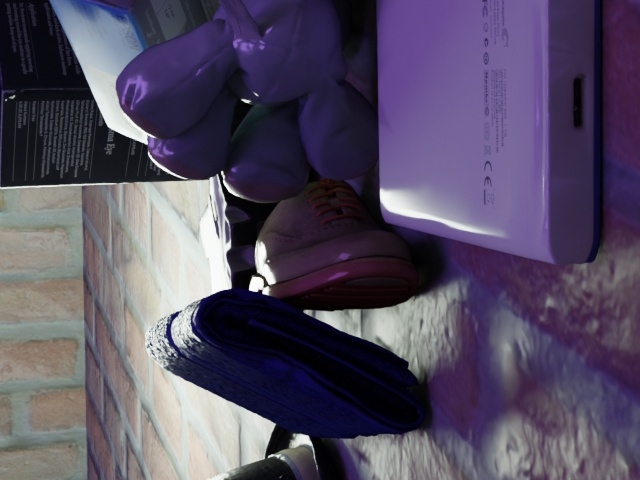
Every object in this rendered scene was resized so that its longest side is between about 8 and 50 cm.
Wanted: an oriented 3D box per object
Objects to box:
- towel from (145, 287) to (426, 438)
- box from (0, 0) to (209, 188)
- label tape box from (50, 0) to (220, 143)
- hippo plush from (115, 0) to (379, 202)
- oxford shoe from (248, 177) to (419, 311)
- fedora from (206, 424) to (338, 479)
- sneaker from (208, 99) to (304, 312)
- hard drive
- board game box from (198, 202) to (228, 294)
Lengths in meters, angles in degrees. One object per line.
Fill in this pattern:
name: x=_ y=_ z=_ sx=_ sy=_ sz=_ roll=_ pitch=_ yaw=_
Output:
towel: x=-0.042 y=0.116 z=1.352 sx=0.076 sy=0.228 sz=0.308 roll=-65 pitch=11 yaw=-15
box: x=-0.284 y=-0.252 z=1.870 sx=0.179 sy=0.313 sz=0.343 roll=105 pitch=156 yaw=-47
label tape box: x=-0.123 y=-0.300 z=1.457 sx=0.347 sy=0.115 sz=0.249 roll=-59 pitch=-22 yaw=-22
hippo plush: x=-0.066 y=-0.203 z=1.297 sx=0.294 sy=0.234 sz=0.236 roll=77 pitch=-173 yaw=-49
oxford shoe: x=0.000 y=0.000 z=1.323 sx=0.348 sy=0.123 sz=0.130 roll=172 pitch=102 yaw=-71
fedora: x=-0.078 y=0.349 z=1.586 sx=0.334 sy=0.153 sz=0.334 roll=177 pitch=90 yaw=-73
sneaker: x=-0.077 y=-0.079 z=1.548 sx=0.146 sy=0.122 sz=0.330 roll=-128 pitch=38 yaw=-59
hard drive: x=0.115 y=-0.104 z=1.051 sx=0.319 sy=0.040 sz=0.210 roll=-162 pitch=70 yaw=-72
board game box: x=-0.102 y=0.013 z=1.757 sx=0.194 sy=0.060 sz=0.194 roll=162 pitch=103 yaw=-74
